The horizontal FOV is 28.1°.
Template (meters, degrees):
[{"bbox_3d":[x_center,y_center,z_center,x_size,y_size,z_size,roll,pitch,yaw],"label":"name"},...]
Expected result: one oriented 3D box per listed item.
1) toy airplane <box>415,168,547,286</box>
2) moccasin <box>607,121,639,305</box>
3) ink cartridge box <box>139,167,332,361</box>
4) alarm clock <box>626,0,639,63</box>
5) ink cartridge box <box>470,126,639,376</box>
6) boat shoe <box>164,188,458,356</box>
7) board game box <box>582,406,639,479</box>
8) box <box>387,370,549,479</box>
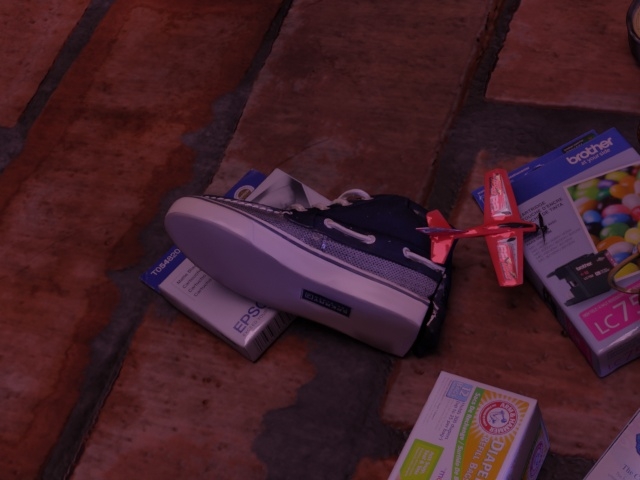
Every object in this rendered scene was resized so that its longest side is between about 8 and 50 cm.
[{"bbox_3d":[0.182,-0.008,1.444,0.151,0.028,0.151,1,63,-1],"label":"toy airplane"},{"bbox_3d":[0.381,0.046,1.297,0.147,0.139,0.380,-9,79,-5],"label":"moccasin"},{"bbox_3d":[-0.090,0.013,1.597,0.224,0.045,0.223,31,68,34],"label":"ink cartridge box"},{"bbox_3d":[0.445,-0.251,1.603,0.129,0.064,0.192,13,57,27],"label":"alarm clock"},{"bbox_3d":[0.317,-0.009,1.467,0.186,0.065,0.311,-28,49,-3],"label":"ink cartridge box"},{"bbox_3d":[0.000,0.000,1.490,0.340,0.127,0.158,26,57,2],"label":"boat shoe"},{"bbox_3d":[0.326,0.355,1.134,0.318,0.066,0.319,-50,54,-1],"label":"board game box"},{"bbox_3d":[0.141,0.252,1.299,0.114,0.103,0.203,14,60,28],"label":"box"}]
